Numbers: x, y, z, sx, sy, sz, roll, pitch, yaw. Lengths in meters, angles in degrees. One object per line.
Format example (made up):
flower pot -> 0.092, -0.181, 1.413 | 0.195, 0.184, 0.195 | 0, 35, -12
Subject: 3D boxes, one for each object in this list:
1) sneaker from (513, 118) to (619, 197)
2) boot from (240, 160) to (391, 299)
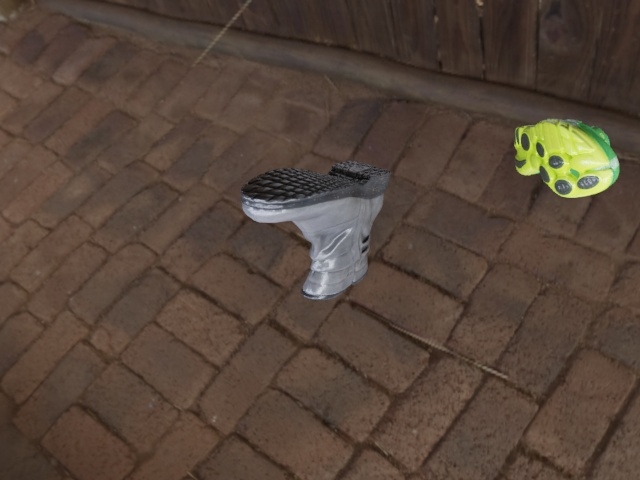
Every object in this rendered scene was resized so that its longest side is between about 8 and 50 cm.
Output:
sneaker -> 0.374, -0.139, 0.939 | 0.124, 0.109, 0.295 | -11, 15, 4
boot -> 0.000, 0.000, 1.016 | 0.118, 0.222, 0.338 | 24, 23, 35
